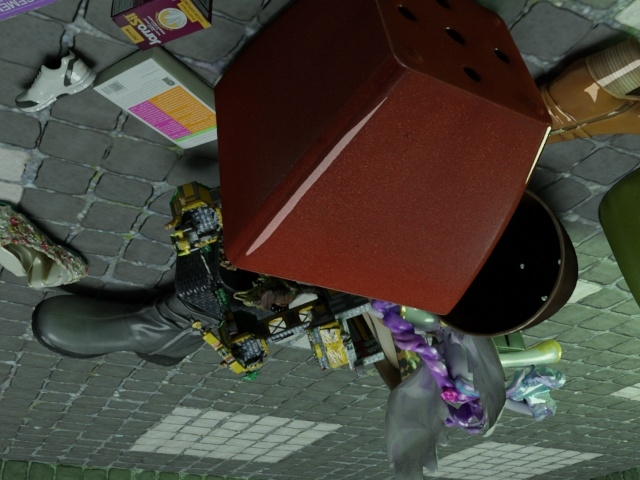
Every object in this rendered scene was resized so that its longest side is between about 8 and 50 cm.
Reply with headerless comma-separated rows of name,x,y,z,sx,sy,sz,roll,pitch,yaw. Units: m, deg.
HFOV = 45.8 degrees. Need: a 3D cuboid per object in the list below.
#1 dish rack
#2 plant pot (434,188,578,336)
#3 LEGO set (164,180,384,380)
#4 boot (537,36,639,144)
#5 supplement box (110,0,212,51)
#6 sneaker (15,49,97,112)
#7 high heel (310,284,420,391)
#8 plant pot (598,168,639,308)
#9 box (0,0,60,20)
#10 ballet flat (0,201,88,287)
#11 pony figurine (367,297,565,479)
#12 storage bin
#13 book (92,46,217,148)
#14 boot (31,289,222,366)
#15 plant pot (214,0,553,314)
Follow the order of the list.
dish rack,0.288,0.250,1.603,0.208,0.074,0.271,7,150,-14
plant pot,0.289,0.041,1.122,0.215,0.215,0.230,-21,159,31
LEGO set,-0.051,0.059,0.976,0.255,0.192,0.331,-12,121,-10
boot,0.338,-0.145,0.900,0.152,0.073,0.197,-26,131,35
supplement box,-0.155,-0.229,0.745,0.083,0.043,0.055,-14,150,22
sneaker,-0.301,-0.178,0.844,0.109,0.040,0.043,-20,130,23
high heel,0.081,0.168,1.324,0.261,0.186,0.093,23,147,-37
plant pot,0.558,0.062,1.050,0.275,0.293,0.274,-1,151,-1
box,-0.185,-0.254,0.441,0.201,0.293,0.057,-11,153,17
ballet flat,-0.443,0.028,1.160,0.091,0.077,0.241,-12,150,16
pony figurine,0.235,0.202,1.258,0.364,0.351,0.303,11,137,-31
storage bin,-0.132,0.050,1.169,0.084,0.122,0.180,-18,147,26
book,-0.176,-0.161,0.881,0.096,0.035,0.144,-17,147,31
boot,-0.305,0.126,1.333,0.223,0.118,0.338,-29,152,35
plant pot,0.066,-0.119,0.763,0.267,0.267,0.235,14,135,-27
